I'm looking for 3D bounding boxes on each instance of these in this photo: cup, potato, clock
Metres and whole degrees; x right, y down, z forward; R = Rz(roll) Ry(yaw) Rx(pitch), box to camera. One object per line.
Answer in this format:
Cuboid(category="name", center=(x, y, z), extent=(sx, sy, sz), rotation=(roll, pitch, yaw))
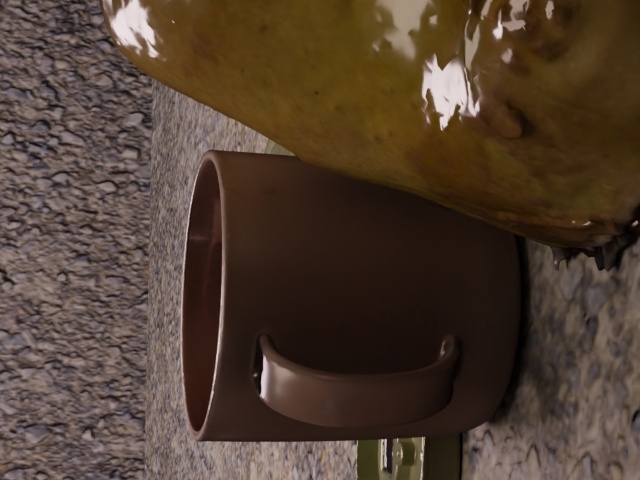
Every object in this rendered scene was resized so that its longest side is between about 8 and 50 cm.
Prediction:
Cuboid(category="cup", center=(0.023, 0.051, 1.208), extent=(0.253, 0.200, 0.192), rotation=(-116, 31, -68))
Cuboid(category="potato", center=(0.020, -0.136, 1.069), extent=(0.397, 0.295, 0.290), rotation=(-108, 22, -63))
Cuboid(category="clock", center=(0.061, 0.160, 1.419), extent=(0.235, 0.029, 0.235), rotation=(-177, 90, -78))

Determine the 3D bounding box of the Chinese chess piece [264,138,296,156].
Cuboid(category="Chinese chess piece", center=(0.000, 0.000, 1.595), extent=(0.238, 0.092, 0.238), rotation=(-178, 90, -79))
